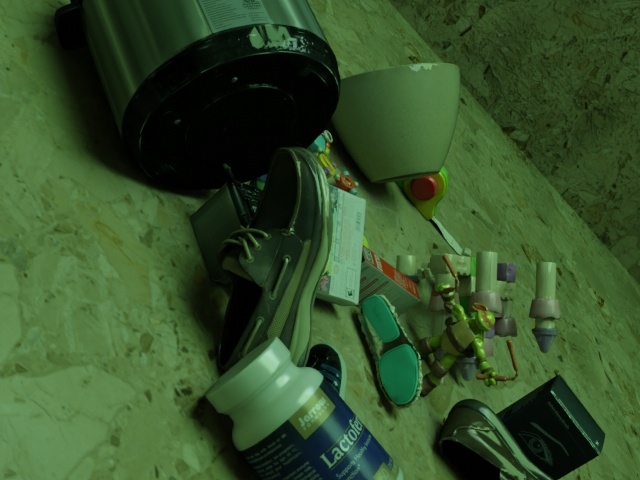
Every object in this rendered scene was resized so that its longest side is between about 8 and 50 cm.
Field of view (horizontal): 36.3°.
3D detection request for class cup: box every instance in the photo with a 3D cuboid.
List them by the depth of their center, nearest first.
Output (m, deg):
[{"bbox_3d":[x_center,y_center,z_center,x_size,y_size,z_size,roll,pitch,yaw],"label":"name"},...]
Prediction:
[{"bbox_3d":[0.184,-0.264,2.309,0.331,0.331,0.237,-7,88,-63],"label":"cup"}]

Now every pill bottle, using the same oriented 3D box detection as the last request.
[{"bbox_3d":[-0.024,0.268,1.312,0.265,0.153,0.153,50,23,-4],"label":"pill bottle"}]

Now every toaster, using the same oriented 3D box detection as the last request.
[{"bbox_3d":[-0.108,-0.003,1.591,0.168,0.110,0.186,22,38,-51],"label":"toaster"}]

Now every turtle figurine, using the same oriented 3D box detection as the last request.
[{"bbox_3d":[0.249,0.181,1.853,0.087,0.217,0.270,7,50,-59],"label":"turtle figurine"}]

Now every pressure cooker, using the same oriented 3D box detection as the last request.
[{"bbox_3d":[-0.191,-0.342,1.591,0.369,0.375,0.421,12,46,-52],"label":"pressure cooker"}]

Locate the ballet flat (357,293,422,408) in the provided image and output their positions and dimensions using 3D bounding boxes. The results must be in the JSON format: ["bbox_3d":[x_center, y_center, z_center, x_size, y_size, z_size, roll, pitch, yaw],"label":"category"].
[{"bbox_3d":[0.135,0.207,1.789,0.077,0.091,0.241,63,10,-56],"label":"ballet flat"}]

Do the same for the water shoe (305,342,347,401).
[{"bbox_3d":[-0.006,0.224,1.507,0.080,0.073,0.203,35,28,-30],"label":"water shoe"}]

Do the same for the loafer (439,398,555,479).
[{"bbox_3d":[0.338,0.465,1.768,0.366,0.134,0.130,48,45,13],"label":"loafer"}]

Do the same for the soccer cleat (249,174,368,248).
[{"bbox_3d":[-0.024,-0.026,1.821,0.289,0.093,0.121,37,39,-30],"label":"soccer cleat"}]

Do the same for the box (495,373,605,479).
[{"bbox_3d":[0.422,0.386,1.896,0.153,0.207,0.108,54,23,4],"label":"box"}]

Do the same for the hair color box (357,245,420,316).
[{"bbox_3d":[0.103,0.086,1.876,0.167,0.093,0.053,36,27,-35],"label":"hair color box"}]

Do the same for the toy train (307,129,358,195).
[{"bbox_3d":[0.015,-0.167,2.139,0.125,0.046,0.166,11,50,-59],"label":"toy train"}]

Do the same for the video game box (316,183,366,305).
[{"bbox_3d":[0.000,0.000,1.742,0.187,0.048,0.205,22,66,-45],"label":"video game box"}]

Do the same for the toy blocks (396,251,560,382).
[{"bbox_3d":[0.312,0.168,2.059,0.288,0.308,0.260,8,82,-44],"label":"toy blocks"}]

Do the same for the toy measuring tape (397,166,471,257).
[{"bbox_3d":[0.312,-0.102,2.504,0.330,0.121,0.121,49,23,-8],"label":"toy measuring tape"}]

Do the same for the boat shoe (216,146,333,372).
[{"bbox_3d":[-0.074,0.034,1.407,0.130,0.132,0.356,9,84,-34],"label":"boat shoe"}]
